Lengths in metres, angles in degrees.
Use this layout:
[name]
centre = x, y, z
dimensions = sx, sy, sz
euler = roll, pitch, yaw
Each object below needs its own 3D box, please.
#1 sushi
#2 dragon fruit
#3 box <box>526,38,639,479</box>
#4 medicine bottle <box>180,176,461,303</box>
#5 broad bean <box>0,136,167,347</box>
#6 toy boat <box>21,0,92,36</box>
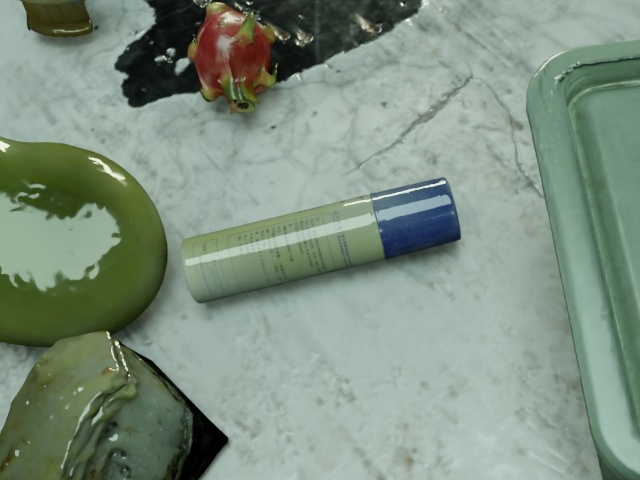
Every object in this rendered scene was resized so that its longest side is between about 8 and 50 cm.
[sushi]
centre = -0.206, 0.197, 0.651
dimensions = 0.134, 0.109, 0.273
euler = 30, 71, 25
[dragon fruit]
centre = -0.085, -0.171, 0.851
dimensions = 0.086, 0.081, 0.116
euler = 2, 61, 0
[box]
centre = 0.246, 0.033, 0.610
dimensions = 0.175, 0.182, 0.311
euler = -7, 61, 7
[medicine bottle]
centre = 0.000, 0.000, 0.749
dimensions = 0.231, 0.059, 0.059
euler = -13, 60, 3
[broad bean]
centre = -0.262, -0.006, 0.771
dimensions = 0.263, 0.121, 0.189
euler = 19, 71, 18
[toy boat]
centre = -0.292, -0.361, 0.993
dimensions = 0.122, 0.089, 0.321
euler = -15, 58, -4
